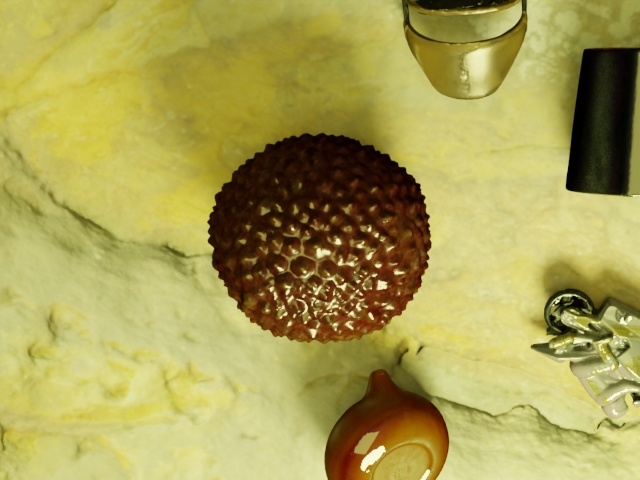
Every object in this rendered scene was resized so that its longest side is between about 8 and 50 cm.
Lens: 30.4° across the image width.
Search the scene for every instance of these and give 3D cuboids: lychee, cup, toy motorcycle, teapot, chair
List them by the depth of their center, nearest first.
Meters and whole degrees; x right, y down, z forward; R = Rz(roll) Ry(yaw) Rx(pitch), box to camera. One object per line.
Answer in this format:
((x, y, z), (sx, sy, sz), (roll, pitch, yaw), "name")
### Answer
((0.175, -0.319, 1.449), (0.159, 0.172, 0.247), (-3, 144, 8), "chair")
((0.417, -0.149, 1.474), (0.166, 0.239, 0.177), (8, 100, 49), "cup")
((0.000, 0.000, 1.483), (0.276, 0.304, 0.275), (19, 121, 35), "lychee")
((0.389, 0.160, 1.555), (0.225, 0.073, 0.152), (19, 106, 3), "toy motorcycle")
((0.081, 0.292, 1.608), (0.178, 0.135, 0.252), (-7, 122, -20), "teapot")
